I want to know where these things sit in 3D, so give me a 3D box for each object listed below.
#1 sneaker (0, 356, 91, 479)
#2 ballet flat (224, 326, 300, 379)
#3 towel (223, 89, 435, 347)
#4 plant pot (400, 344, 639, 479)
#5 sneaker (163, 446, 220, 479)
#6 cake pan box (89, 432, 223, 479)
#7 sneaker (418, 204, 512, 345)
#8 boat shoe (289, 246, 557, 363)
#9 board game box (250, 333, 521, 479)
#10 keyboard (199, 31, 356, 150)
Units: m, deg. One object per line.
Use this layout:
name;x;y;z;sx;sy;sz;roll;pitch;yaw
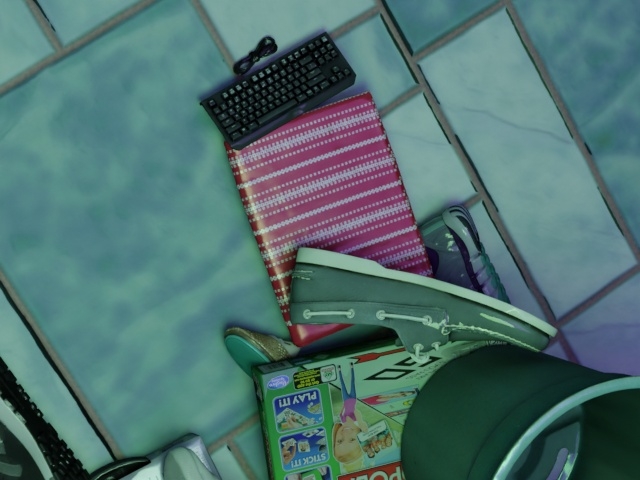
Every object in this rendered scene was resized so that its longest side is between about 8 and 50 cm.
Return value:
sneaker;-0.363;0.258;1.603;0.124;0.107;0.283;-37;84;4
ballet flat;-0.038;0.168;1.738;0.206;0.073;0.067;51;55;-20
towel;0.015;-0.024;1.713;0.199;0.031;0.275;-21;100;-11
plant pot;0.263;0.278;1.584;0.341;0.334;0.341;-3;100;-18
sneaker;-0.106;0.324;1.645;0.094;0.080;0.212;-31;99;-28
cake pan box;-0.203;0.394;1.680;0.245;0.070;0.267;-28;93;-15
sneaker;0.183;0.066;1.798;0.098;0.083;0.224;-23;105;12
boat shoe;0.113;0.092;1.631;0.319;0.116;0.099;15;85;14
board game box;0.086;0.226;1.720;0.317;0.046;0.213;-12;102;-16
keyboard;-0.057;-0.193;1.681;0.180;0.023;0.108;-31;74;-15
